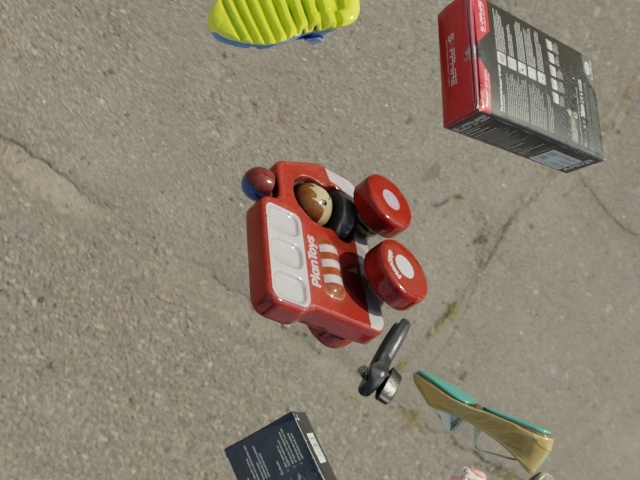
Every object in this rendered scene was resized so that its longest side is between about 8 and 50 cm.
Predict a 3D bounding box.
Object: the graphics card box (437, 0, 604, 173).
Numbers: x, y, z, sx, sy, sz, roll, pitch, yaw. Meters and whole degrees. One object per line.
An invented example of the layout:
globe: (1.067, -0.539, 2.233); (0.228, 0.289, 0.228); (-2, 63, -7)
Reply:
graphics card box: (0.379, -0.282, 1.181); (0.370, 0.094, 0.233); (10, 71, -33)

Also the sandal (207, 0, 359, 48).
sandal: (-0.081, -0.449, 1.302); (0.317, 0.138, 0.126); (-11, 89, -22)

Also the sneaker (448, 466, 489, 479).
sneaker: (0.178, 0.315, 0.768); (0.051, 0.134, 0.070); (34, 85, 5)

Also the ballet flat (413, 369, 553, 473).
ballet flat: (0.227, 0.271, 0.947); (0.080, 0.232, 0.073); (24, 88, -52)

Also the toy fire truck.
toy fire truck: (0.000, 0.000, 0.906); (0.253, 0.302, 0.169); (26, 132, -37)

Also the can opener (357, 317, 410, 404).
can opener: (0.120, 0.216, 1.162); (0.073, 0.186, 0.059); (45, 134, -14)

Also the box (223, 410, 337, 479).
box: (-0.074, 0.432, 1.203); (0.158, 0.156, 0.093); (-30, 160, 5)

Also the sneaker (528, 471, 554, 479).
sneaker: (0.423, 0.598, 1.397); (0.083, 0.118, 0.222); (38, 79, -21)
